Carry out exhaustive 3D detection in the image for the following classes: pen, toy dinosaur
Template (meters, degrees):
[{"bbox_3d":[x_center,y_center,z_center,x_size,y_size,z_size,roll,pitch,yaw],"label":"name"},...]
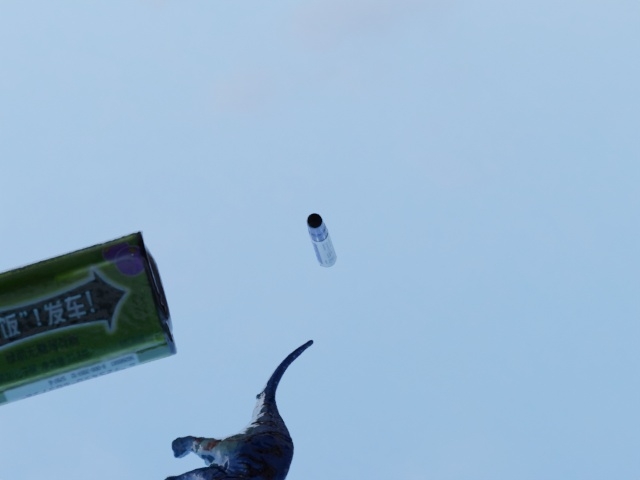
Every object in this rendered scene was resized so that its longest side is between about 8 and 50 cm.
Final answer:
[{"bbox_3d":[0.000,0.000,1.984,0.025,0.204,0.025,-1,-103,5],"label":"pen"},{"bbox_3d":[-0.081,0.215,1.554,0.144,0.076,0.329,-16,-147,15],"label":"toy dinosaur"}]

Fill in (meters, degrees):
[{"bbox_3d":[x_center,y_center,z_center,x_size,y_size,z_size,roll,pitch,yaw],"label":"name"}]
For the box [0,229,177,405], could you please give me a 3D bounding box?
[{"bbox_3d":[-0.321,0.098,1.676,0.345,0.097,0.134,-17,-90,-4],"label":"box"}]
